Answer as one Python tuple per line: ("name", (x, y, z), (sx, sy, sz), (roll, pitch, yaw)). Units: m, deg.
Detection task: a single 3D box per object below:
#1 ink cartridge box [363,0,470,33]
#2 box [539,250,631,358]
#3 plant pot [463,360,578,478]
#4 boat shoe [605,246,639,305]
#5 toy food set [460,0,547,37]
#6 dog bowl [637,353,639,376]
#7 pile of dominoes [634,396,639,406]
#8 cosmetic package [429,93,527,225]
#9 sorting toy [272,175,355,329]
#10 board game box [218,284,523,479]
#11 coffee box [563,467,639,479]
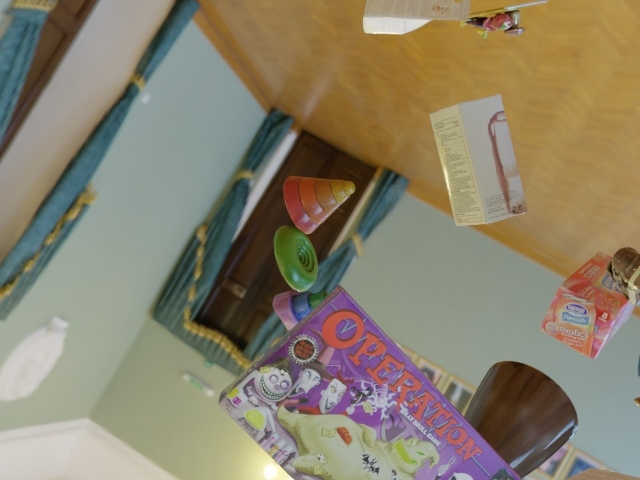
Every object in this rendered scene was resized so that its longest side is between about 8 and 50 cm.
("ink cartridge box", (0.217, -0.533, 1.695), (0.225, 0.180, 0.056), (7, 152, 10))
("box", (0.701, 0.158, 1.964), (0.154, 0.142, 0.300), (32, -147, 27))
("plant pot", (0.369, 0.400, 1.569), (0.215, 0.230, 0.215), (30, 141, 28))
("boat shoe", (0.647, 0.064, 1.609), (0.095, 0.095, 0.257), (38, 180, 25))
("toy food set", (0.432, -0.525, 1.870), (0.128, 0.071, 0.218), (-17, -165, -25))
("dog bowl", (0.514, 0.119, 1.069), (0.074, 0.165, 0.297), (18, 172, 16))
("pile of dominoes", (0.802, 0.308, 1.645), (0.251, 0.040, 0.196), (-22, -164, -33))
("cosmetic package", (0.388, -0.194, 1.905), (0.129, 0.296, 0.153), (-16, -175, -19))
("sorting toy", (0.000, 0.000, 1.430), (0.126, 0.365, 0.127), (-19, 130, 24))
("board game box", (0.066, 0.249, 0.960), (0.347, 0.208, 0.056), (46, 179, -7))
("coffee box", (0.670, 0.734, 1.701), (0.335, 0.337, 0.338), (-7, -179, -39))
